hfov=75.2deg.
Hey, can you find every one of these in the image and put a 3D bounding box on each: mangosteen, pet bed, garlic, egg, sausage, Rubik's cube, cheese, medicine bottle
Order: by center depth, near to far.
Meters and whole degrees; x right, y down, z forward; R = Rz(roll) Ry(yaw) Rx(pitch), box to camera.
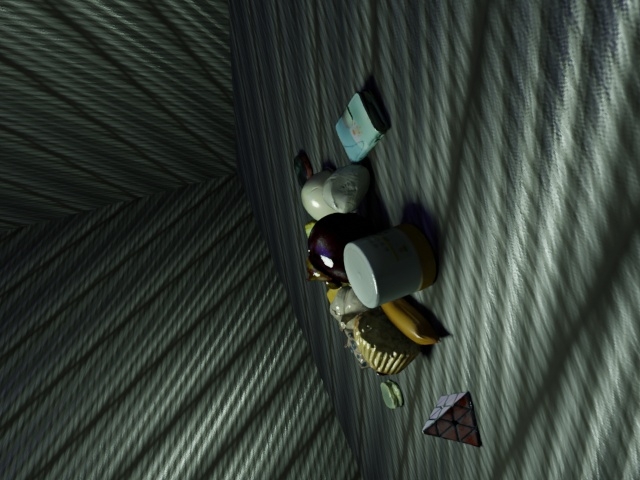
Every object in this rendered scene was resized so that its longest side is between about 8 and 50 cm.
[{"bbox_3d":[0.229,0.083,1.407,0.238,0.232,0.237,163,90,-72],"label":"medicine bottle"},{"bbox_3d":[0.475,0.587,1.485,0.178,0.212,0.190,-95,24,-78],"label":"Rubik's cube"},{"bbox_3d":[0.333,0.300,1.523,0.328,0.112,0.111,-138,35,-58],"label":"sausage"},{"bbox_3d":[0.092,-0.199,1.617,0.155,0.198,0.189,35,174,-6],"label":"cheese"},{"bbox_3d":[0.075,0.052,1.661,0.346,0.307,0.306,-52,44,16],"label":"mangosteen"},{"bbox_3d":[0.123,0.309,1.759,0.219,0.212,0.218,14,122,25],"label":"garlic"},{"bbox_3d":[-0.005,-0.190,1.948,0.286,0.174,0.264,103,149,-65],"label":"egg"},{"bbox_3d":[0.000,0.000,2.213,0.124,0.124,0.238,163,90,-73],"label":"medicine bottle"},{"bbox_3d":[-0.093,-0.369,2.233,0.201,0.054,0.201,161,90,-73],"label":"pet bed"}]

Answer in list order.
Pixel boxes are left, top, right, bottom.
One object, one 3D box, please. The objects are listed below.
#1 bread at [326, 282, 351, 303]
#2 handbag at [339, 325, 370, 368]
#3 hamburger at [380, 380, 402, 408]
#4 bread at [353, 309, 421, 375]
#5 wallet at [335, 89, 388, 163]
[{"bbox_3d":[0.135,0.296,2.109,0.184,0.114,0.274,64,162,14],"label":"bread"},{"bbox_3d":[0.215,0.445,1.871,0.251,0.194,0.189,-144,41,-62],"label":"handbag"},{"bbox_3d":[0.342,0.744,2.003,0.140,0.063,0.132,128,126,-72],"label":"hamburger"},{"bbox_3d":[0.247,0.389,1.612,0.274,0.275,0.149,50,125,50],"label":"bread"},{"bbox_3d":[0.140,-0.397,1.466,0.176,0.075,0.250,66,161,6],"label":"wallet"}]
